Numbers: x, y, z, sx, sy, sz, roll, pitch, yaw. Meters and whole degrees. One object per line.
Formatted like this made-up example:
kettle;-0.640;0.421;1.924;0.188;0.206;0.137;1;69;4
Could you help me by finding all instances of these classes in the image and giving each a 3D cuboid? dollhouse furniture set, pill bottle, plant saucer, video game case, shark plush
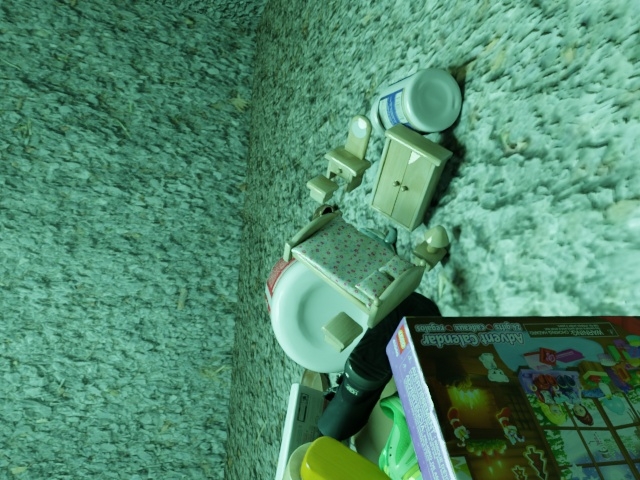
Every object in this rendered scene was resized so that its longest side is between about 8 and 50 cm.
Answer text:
dollhouse furniture set;0.046;-0.049;0.875;0.303;0.355;0.174;35;138;23
pill bottle;-0.006;0.127;1.165;0.407;0.229;0.229;-159;76;-81
plant saucer;0.123;0.319;1.055;0.278;0.041;0.278;-174;90;-72
pill bottle;0.170;-0.250;0.995;0.186;0.112;0.112;-166;83;-71
video game case;-0.006;0.402;1.032;0.023;0.183;0.201;-14;57;40
plant saucer;-0.013;0.434;1.422;0.198;0.036;0.199;-173;90;-72
shark plush;0.121;0.044;1.108;0.073;0.067;0.161;129;143;-58

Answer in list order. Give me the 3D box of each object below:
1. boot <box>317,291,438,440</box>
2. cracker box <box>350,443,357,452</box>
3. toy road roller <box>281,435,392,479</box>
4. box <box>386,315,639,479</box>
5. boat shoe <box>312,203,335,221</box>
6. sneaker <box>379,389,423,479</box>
boot;0.095;0.219;0.928;0.246;0.094;0.207;-40;-22;-43
cracker box;0.035;0.539;1.196;0.232;0.067;0.156;178;98;-70
toy road roller;0.044;0.489;0.782;0.240;0.329;0.203;-32;-35;-54
box;0.219;0.157;0.430;0.057;0.293;0.201;107;159;-44
boat shoe;0.000;0.000;1.469;0.073;0.073;0.207;179;96;-73
sneaker;0.155;0.354;0.788;0.295;0.123;0.109;-99;-8;-51
